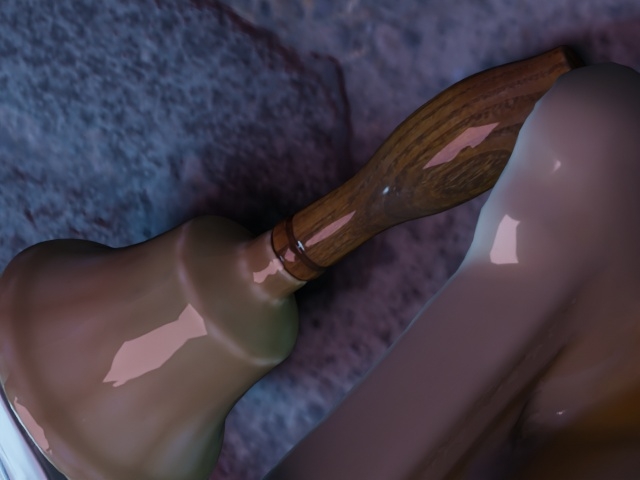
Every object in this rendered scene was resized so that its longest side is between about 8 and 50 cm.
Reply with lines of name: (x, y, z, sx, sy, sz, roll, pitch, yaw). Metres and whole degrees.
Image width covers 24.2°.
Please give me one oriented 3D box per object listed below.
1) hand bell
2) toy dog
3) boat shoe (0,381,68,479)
hand bell: (0.000, 0.000, 0.568, 0.242, 0.126, 0.126, -32, 92, 29)
toy dog: (0.165, 0.209, 0.402, 0.408, 0.284, 0.395, 29, 142, 33)
boat shoe: (-0.114, 0.138, 0.728, 0.075, 0.083, 0.226, -21, 88, 52)
